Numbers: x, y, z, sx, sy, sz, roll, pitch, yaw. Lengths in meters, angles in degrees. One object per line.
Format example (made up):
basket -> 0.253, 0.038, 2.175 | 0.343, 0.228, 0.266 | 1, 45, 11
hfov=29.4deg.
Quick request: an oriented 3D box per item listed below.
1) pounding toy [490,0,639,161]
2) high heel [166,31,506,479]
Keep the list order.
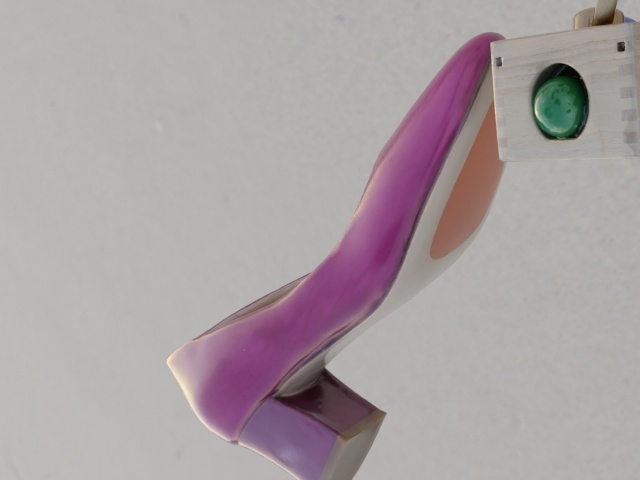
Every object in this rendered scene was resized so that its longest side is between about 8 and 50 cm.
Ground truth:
pounding toy -> 0.167, -0.097, 0.674 | 0.130, 0.141, 0.100 | 4, 100, 57
high heel -> 0.000, 0.000, 0.870 | 0.181, 0.127, 0.377 | 33, 113, 23
